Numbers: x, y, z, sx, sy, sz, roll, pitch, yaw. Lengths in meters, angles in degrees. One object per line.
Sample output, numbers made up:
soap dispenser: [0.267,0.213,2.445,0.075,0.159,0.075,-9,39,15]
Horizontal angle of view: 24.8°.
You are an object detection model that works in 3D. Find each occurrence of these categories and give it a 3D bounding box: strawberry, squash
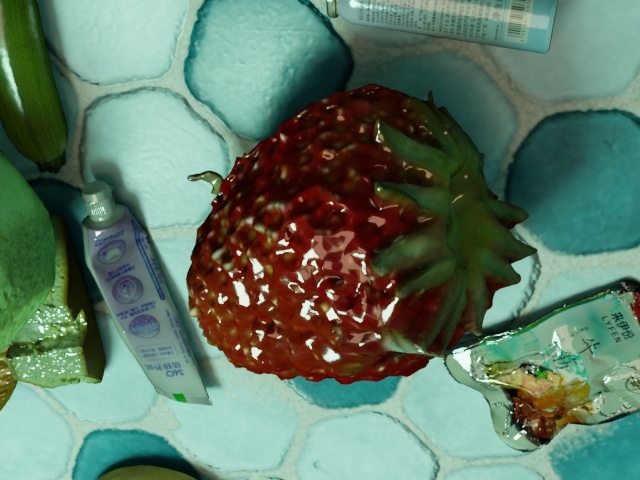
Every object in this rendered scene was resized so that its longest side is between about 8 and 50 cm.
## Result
strawberry: [0.000,-0.002,1.375,0.344,0.292,0.292,-7,123,33]
squash: [-0.296,-0.171,1.432,0.069,0.069,0.258,1,124,14]

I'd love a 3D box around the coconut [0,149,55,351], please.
coconut: [-0.440,0.006,1.446,0.329,0.281,0.328,6,111,15]

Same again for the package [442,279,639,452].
package: [0.257,0.141,1.530,0.232,0.040,0.166,-20,117,24]

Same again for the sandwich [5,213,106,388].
sandwich: [-0.298,0.090,1.602,0.090,0.088,0.244,0,124,10]

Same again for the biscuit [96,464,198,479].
biscuit: [-0.181,0.419,1.827,0.275,0.052,0.354,-8,121,19]

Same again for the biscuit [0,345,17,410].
biscuit: [-0.494,0.104,1.661,0.318,0.040,0.317,3,115,5]

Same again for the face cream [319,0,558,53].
face cream: [0.095,-0.219,1.296,0.229,0.075,0.075,11,126,7]

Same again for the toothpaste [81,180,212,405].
toothpaste: [-0.196,0.065,1.587,0.075,0.048,0.301,-12,123,9]
